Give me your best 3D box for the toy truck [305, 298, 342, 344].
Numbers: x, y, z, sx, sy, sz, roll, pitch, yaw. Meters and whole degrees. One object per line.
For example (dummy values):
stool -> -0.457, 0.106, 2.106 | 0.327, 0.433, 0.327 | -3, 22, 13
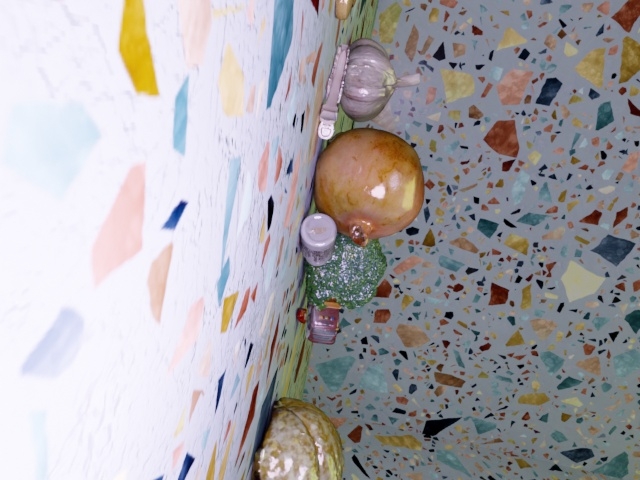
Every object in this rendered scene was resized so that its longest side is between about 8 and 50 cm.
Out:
toy truck -> 0.014, 0.198, 1.522 | 0.135, 0.114, 0.270 | 104, -8, -45

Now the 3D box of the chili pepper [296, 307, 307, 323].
chili pepper -> -0.056, 0.220, 1.367 | 0.178, 0.027, 0.045 | 88, 10, -77

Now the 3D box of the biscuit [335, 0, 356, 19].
biscuit -> 0.062, -0.505, 0.854 | 0.153, 0.030, 0.234 | 90, 12, -65

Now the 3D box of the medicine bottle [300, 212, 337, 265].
medicine bottle -> -0.005, 0.004, 1.030 | 0.140, 0.079, 0.079 | 93, 9, -67

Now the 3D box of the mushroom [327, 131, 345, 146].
mushroom -> 0.043, -0.177, 1.251 | 0.116, 0.093, 0.225 | -95, -177, -58

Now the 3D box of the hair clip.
hair clip -> 0.029, -0.305, 0.945 | 0.072, 0.034, 0.226 | 103, -1, -63

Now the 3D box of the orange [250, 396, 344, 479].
orange -> -0.048, 0.547, 1.149 | 0.368, 0.210, 0.271 | 95, 5, -82

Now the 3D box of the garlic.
garlic -> 0.161, -0.425, 1.249 | 0.218, 0.212, 0.218 | 5, 90, -85

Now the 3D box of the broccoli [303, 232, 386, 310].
broccoli -> 0.055, 0.060, 1.280 | 0.241, 0.261, 0.269 | -44, -112, 54

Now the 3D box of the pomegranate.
pomegranate -> 0.104, -0.110, 1.033 | 0.229, 0.252, 0.270 | 85, 21, -63
